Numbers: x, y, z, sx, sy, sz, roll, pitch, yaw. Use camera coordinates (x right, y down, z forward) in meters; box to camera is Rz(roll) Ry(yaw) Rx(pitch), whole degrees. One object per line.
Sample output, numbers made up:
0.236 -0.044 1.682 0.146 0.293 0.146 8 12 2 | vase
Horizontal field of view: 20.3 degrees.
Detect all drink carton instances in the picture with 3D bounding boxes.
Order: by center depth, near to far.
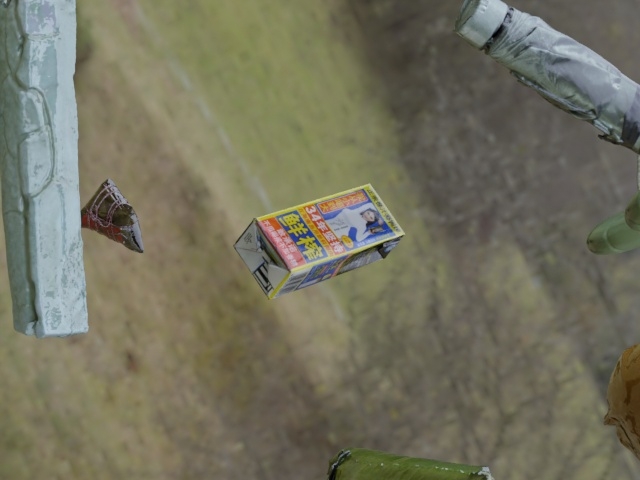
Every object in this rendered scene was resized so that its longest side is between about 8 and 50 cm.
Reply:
0.000 0.000 1.778 0.165 0.056 0.071 -17 68 -42 | drink carton

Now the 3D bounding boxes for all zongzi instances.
-0.218 -0.027 1.931 0.083 0.067 0.073 39 -24 6 | zongzi

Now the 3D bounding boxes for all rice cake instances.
-0.248 -0.079 1.589 0.066 0.063 0.336 -12 103 -45 | rice cake

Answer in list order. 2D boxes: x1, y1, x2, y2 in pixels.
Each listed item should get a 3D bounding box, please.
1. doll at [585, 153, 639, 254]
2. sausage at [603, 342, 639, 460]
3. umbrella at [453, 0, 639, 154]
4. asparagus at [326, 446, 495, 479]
0.321 -0.075 1.309 0.284 0.268 0.216 103 -37 -81 | doll
0.301 0.100 0.989 0.354 0.116 0.134 7 -41 51 | sausage
0.162 -0.088 1.073 0.188 0.046 0.050 29 0 -12 | umbrella
0.114 0.289 1.926 0.128 0.108 0.382 56 -23 -13 | asparagus
